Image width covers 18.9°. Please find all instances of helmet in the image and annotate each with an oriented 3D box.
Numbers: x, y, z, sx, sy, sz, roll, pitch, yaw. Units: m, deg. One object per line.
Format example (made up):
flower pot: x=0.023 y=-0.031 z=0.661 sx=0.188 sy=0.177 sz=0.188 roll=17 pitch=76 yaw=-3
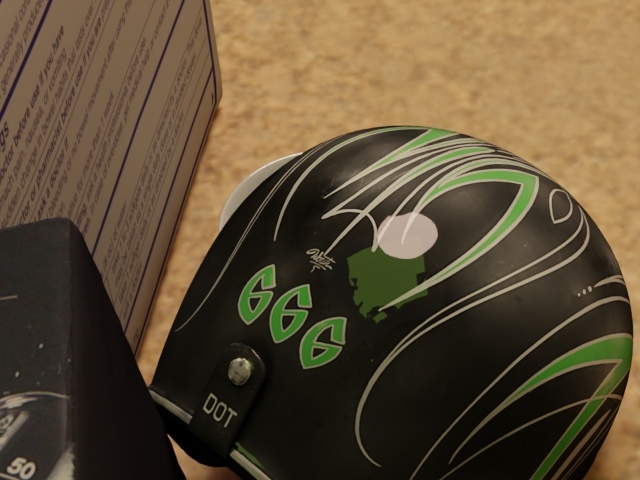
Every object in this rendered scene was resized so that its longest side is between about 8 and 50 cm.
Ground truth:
helmet: x=0.033 y=0.038 z=0.698 sx=0.169 sy=0.169 sz=0.161 roll=35 pitch=77 yaw=32

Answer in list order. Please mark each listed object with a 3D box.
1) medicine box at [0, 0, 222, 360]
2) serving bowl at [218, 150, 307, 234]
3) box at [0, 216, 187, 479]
medicine box: x=-0.150 y=-0.070 z=0.720 sx=0.149 sy=0.289 sz=0.263 roll=5 pitch=49 yaw=11
serving bowl: x=0.000 y=0.000 z=0.814 sx=0.083 sy=0.027 sz=0.083 roll=-4 pitch=48 yaw=4
box: x=-0.209 y=0.191 z=0.550 sx=0.343 sy=0.179 sz=0.312 roll=-12 pitch=47 yaw=4
